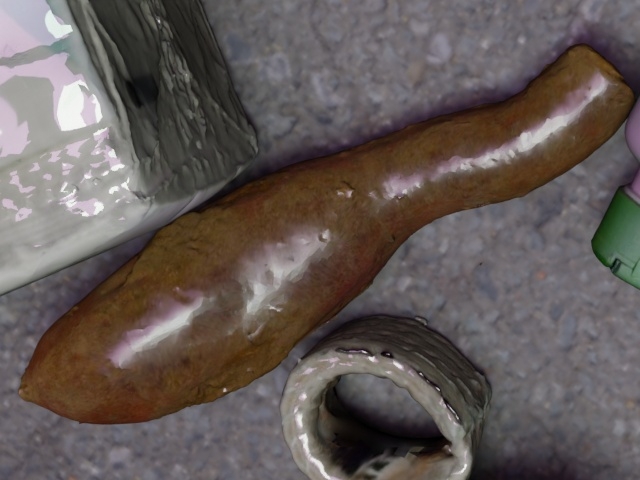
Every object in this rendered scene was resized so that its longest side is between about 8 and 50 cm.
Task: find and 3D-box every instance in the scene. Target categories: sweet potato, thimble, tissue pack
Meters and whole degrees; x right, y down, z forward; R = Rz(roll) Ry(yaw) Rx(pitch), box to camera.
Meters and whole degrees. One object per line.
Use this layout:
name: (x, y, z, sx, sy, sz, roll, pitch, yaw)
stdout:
sweet potato: (0.000, 0.000, 1.048, 0.385, 0.109, 0.109, -29, 93, 3)
thimble: (0.037, 0.101, 1.060, 0.115, 0.090, 0.102, 10, 101, 11)
tissue pack: (-0.244, -0.047, 1.002, 0.356, 0.266, 0.194, -21, 95, 13)

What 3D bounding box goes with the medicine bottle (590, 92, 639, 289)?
medicine bottle: (0.247, -0.091, 0.965, 0.133, 0.133, 0.274, 27, 102, 6)
